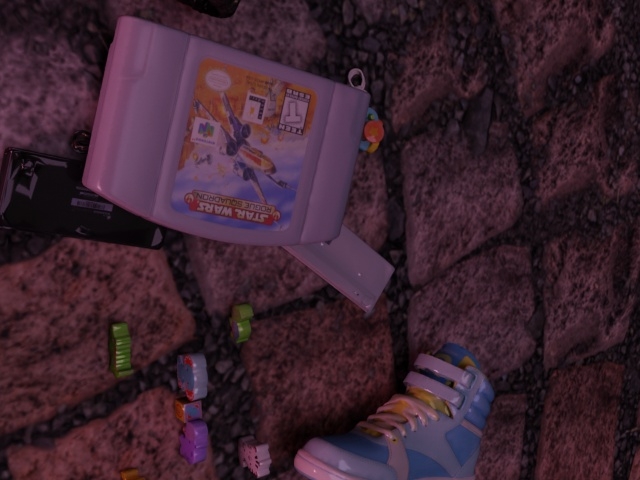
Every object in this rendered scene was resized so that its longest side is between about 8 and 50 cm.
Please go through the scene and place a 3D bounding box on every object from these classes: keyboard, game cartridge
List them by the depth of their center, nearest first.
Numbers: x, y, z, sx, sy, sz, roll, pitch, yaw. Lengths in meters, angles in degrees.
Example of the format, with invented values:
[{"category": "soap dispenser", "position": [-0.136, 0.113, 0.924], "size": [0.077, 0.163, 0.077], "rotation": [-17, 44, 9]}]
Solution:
[{"category": "keyboard", "position": [-0.230, -0.054, 0.815], "size": [0.180, 0.023, 0.108], "rotation": [10, 98, -38]}, {"category": "game cartridge", "position": [-0.088, -0.097, 0.849], "size": [0.297, 0.062, 0.198], "rotation": [10, 90, -33]}, {"category": "keyboard", "position": [0.000, 0.000, 0.999], "size": [0.256, 0.014, 0.072], "rotation": [39, 70, -34]}]

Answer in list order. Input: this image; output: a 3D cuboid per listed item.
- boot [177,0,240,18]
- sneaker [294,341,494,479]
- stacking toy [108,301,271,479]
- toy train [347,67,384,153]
[{"category": "boot", "position": [-0.038, -0.336, 0.833], "size": [0.348, 0.131, 0.260], "rotation": [24, 76, -26]}, {"category": "sneaker", "position": [0.107, 0.225, 1.047], "size": [0.319, 0.127, 0.208], "rotation": [17, 89, -46]}, {"category": "stacking toy", "position": [-0.142, 0.187, 0.901], "size": [0.167, 0.052, 0.221], "rotation": [-10, 103, -35]}, {"category": "toy train", "position": [0.014, -0.134, 0.963], "size": [0.166, 0.046, 0.125], "rotation": [-34, 116, -27]}]
